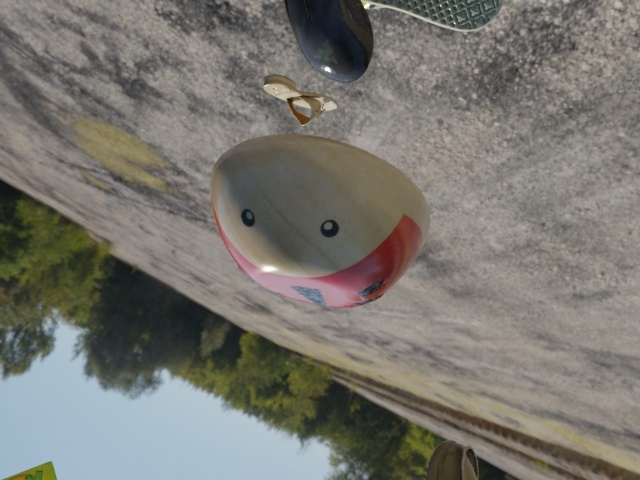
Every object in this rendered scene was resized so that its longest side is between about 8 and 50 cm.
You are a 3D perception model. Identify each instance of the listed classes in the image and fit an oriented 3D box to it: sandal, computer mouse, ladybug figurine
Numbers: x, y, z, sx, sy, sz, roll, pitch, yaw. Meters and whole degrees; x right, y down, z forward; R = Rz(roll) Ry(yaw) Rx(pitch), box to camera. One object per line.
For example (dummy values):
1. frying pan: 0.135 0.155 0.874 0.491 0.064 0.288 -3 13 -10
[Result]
1. sandal: -0.048 -0.315 1.308 0.088 0.079 0.240 -4 171 37
2. computer mouse: -0.014 -0.370 0.843 0.188 0.072 0.272 -21 95 42
3. ladybug figurine: 0.000 0.000 0.790 0.305 0.162 0.449 5 166 14

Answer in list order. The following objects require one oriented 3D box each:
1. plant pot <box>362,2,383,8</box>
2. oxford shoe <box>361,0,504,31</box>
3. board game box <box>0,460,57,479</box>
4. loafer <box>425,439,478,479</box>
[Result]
1. plant pot: 0.176 -0.692 1.302 0.227 0.207 0.228 -13 169 -17
2. oxford shoe: 0.106 -0.497 0.943 0.449 0.130 0.169 21 133 -6
3. board game box: -0.246 0.250 0.423 0.043 0.092 0.181 51 139 35
4. loafer: 0.090 0.181 0.327 0.050 0.148 0.056 -9 112 19
